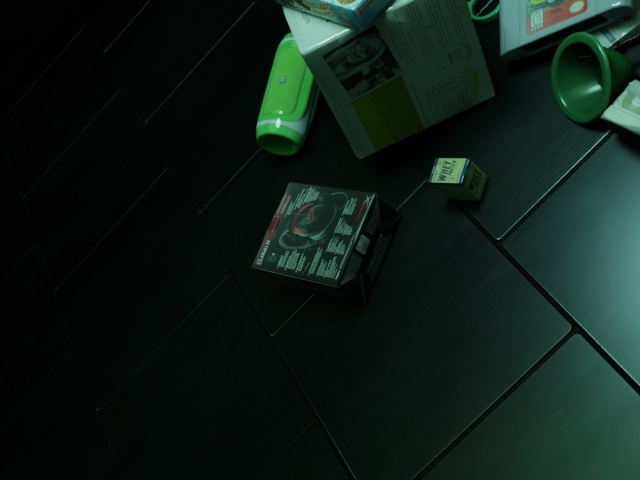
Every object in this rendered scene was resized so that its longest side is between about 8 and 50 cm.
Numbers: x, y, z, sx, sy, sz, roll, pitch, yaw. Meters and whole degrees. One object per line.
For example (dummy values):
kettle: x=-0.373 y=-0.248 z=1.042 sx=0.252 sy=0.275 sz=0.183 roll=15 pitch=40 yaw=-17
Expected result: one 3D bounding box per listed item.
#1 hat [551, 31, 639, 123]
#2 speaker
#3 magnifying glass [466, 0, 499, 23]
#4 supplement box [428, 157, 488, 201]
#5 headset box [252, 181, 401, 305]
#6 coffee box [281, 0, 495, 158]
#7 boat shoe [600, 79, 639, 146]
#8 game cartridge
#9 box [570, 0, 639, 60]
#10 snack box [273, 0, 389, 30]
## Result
hat: x=0.573 y=-0.323 z=1.721 sx=0.208 sy=0.183 sz=0.173 roll=176 pitch=82 yaw=-72
speaker: x=-0.072 y=-0.363 z=2.235 sx=0.131 sy=0.131 sz=0.296 roll=-6 pitch=61 yaw=38
magnifying glass: x=0.335 y=-0.554 z=2.074 sx=0.092 sy=0.026 sz=0.231 roll=-55 pitch=43 yaw=-1
supplement box: x=0.276 y=-0.121 z=1.814 sx=0.083 sy=0.083 sz=0.056 roll=5 pitch=69 yaw=43
headset box: x=0.000 y=0.000 z=1.958 sx=0.293 sy=0.110 sz=0.218 roll=10 pitch=71 yaw=44
coffee box: x=0.131 y=-0.447 z=1.913 sx=0.334 sy=0.338 sz=0.337 roll=-25 pitch=49 yaw=8
boat shoe: x=0.623 y=-0.190 z=1.537 sx=0.103 sy=0.118 sz=0.320 roll=-57 pitch=36 yaw=4
game cartridge: x=0.485 y=-0.495 z=1.817 sx=0.294 sy=0.060 sz=0.196 roll=-17 pitch=60 yaw=44
box: x=0.584 y=-0.446 z=1.782 sx=0.186 sy=0.038 sz=0.145 roll=-37 pitch=46 yaw=16
snack box: x=0.018 y=-0.525 z=1.758 sx=0.322 sy=0.060 sz=0.187 roll=29 pitch=72 yaw=38
